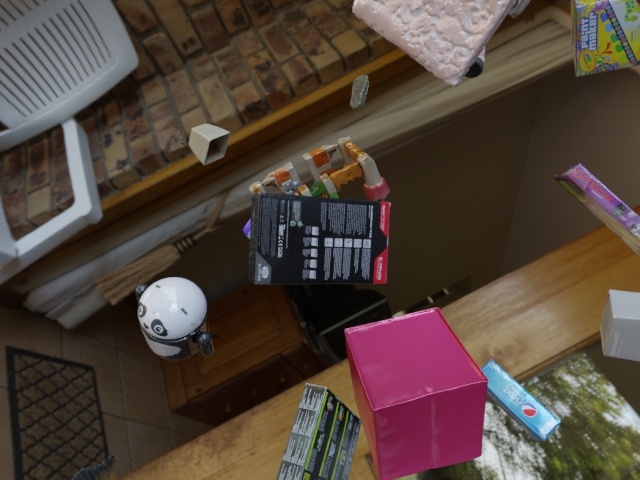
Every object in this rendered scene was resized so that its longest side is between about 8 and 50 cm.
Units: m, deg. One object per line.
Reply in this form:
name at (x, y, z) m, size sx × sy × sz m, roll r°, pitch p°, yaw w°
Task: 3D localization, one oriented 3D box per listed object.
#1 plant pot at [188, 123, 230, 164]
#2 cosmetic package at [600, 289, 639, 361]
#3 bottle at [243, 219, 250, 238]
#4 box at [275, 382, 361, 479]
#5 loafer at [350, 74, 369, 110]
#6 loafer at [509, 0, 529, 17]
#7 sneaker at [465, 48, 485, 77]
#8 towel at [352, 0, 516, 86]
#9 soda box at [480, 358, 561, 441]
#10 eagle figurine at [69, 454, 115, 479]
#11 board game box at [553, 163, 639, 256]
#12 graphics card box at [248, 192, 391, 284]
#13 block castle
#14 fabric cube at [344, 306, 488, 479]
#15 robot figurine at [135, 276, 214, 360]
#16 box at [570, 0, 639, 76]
plant pot at (-0.397, -0.347, 1.484) m, size 0.096 × 0.109 × 0.109 m, roll 36°, pitch -50°, yaw 10°
cosmetic package at (0.743, 0.192, 0.898) m, size 0.107 × 0.238 × 0.127 m, roll -56°, pitch 140°, yaw -50°
bottle at (-0.199, 0.009, 1.825) m, size 0.283 × 0.118 × 0.092 m, roll 41°, pitch 15°, yaw 10°
box at (-0.001, 0.348, 0.662) m, size 0.184 × 0.045 × 0.190 m, roll 55°, pitch 44°, yaw -45°
loafer at (0.146, -0.549, 1.582) m, size 0.056 × 0.147 × 0.050 m, roll 13°, pitch -14°, yaw 24°
loafer at (0.524, -0.641, 1.087) m, size 0.039 × 0.125 × 0.045 m, roll 20°, pitch 28°, yaw -25°
sneaker at (0.434, -0.664, 1.395) m, size 0.270 × 0.144 × 0.090 m, roll 30°, pitch -30°, yaw -17°
towel at (0.260, -0.563, 0.927) m, size 0.332 × 0.053 × 0.316 m, roll 44°, pitch -48°, yaw 14°
soda box at (0.500, 0.412, 1.097) m, size 0.210 × 0.067 × 0.071 m, roll 44°, pitch -13°, yaw 25°
eagle figurine at (-0.291, 0.389, 0.487) m, size 0.298 × 0.225 × 0.226 m, roll 39°, pitch 56°, yaw -60°
board game box at (0.816, -0.075, 1.184) m, size 0.347 × 0.056 × 0.208 m, roll 47°, pitch 22°, yaw 9°
graphics card box at (0.000, 0.000, 1.127) m, size 0.094 × 0.371 × 0.232 m, roll -169°, pitch -99°, yaw -68°
block castle at (-0.012, -0.160, 1.525) m, size 0.212 × 0.454 × 0.303 m, roll 63°, pitch -2°, yaw -33°
fabric cube at (0.219, 0.357, 1.013) m, size 0.254 × 0.259 × 0.258 m, roll -110°, pitch -171°, yaw -60°
robot figurine at (-0.389, 0.216, 1.129) m, size 0.278 × 0.209 × 0.173 m, roll 109°, pitch -21°, yaw -53°
box at (0.811, -0.585, 1.090) m, size 0.289 × 0.280 × 0.176 m, roll -59°, pitch 137°, yaw -43°
